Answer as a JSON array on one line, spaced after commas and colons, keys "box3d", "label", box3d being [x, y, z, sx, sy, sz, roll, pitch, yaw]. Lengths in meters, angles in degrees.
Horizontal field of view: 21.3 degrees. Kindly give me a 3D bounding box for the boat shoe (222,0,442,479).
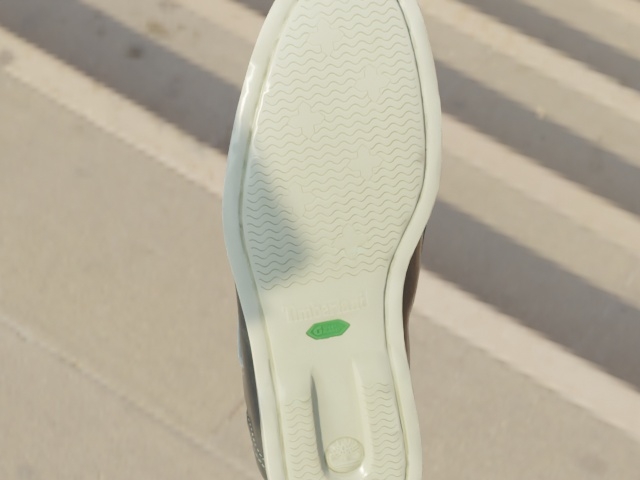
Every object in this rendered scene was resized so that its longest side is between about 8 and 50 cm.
[{"box3d": [0.000, 0.000, 0.668, 0.084, 0.233, 0.079, -3, 21, -9], "label": "boat shoe"}]
